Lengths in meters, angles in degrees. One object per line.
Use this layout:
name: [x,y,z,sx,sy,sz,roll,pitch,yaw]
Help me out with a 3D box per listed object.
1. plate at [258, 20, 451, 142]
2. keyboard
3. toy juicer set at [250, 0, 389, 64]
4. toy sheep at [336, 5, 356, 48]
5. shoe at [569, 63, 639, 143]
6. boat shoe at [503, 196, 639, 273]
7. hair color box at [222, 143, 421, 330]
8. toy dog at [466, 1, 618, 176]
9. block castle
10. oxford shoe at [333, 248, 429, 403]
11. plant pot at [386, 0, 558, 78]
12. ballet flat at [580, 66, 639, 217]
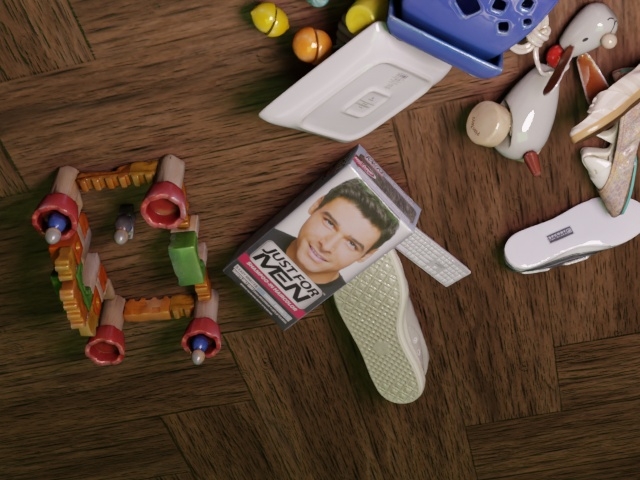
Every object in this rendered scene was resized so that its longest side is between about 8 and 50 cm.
plate: [0.074,-0.256,1.623,0.278,0.045,0.277,-34,158,27]
keyboard: [0.215,0.019,1.990,0.256,0.014,0.072,36,122,-28]
toy juicer set: [-0.047,-0.445,1.539,0.209,0.089,0.329,-30,102,36]
toy sheep: [0.072,-0.364,1.605,0.091,0.091,0.132,16,116,-15]
shoe: [0.516,-0.245,1.621,0.219,0.058,0.076,-35,169,-8]
boat shoe: [0.526,-0.002,1.927,0.301,0.108,0.102,-22,162,2]
hair color box: [0.000,0.000,1.870,0.185,0.113,0.374,45,118,-10]
toy dog: [0.411,-0.247,1.645,0.220,0.161,0.334,-8,139,-27]
block castle: [-0.382,0.064,1.886,0.303,0.213,0.453,-5,131,3]
oxford shoe: [0.138,0.151,2.040,0.169,0.130,0.449,-6,118,26]
plant pot: [0.231,-0.404,1.454,0.236,0.236,0.212,24,126,-8]
ballet flat: [0.556,-0.188,1.764,0.106,0.107,0.316,5,121,0]
